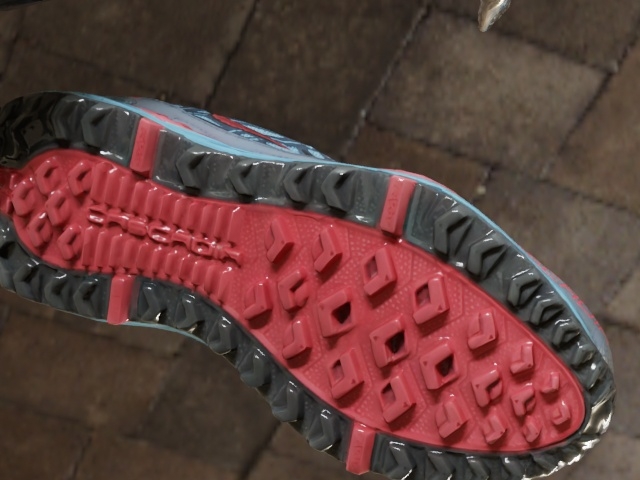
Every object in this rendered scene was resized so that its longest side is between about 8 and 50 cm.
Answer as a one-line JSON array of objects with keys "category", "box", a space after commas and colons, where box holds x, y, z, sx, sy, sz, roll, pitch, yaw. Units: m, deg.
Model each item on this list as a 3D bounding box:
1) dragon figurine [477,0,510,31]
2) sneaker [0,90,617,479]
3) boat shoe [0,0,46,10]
[{"category": "dragon figurine", "box": [0.111, -0.207, 0.489, 0.144, 0.085, 0.289, -3, 98, -25]}, {"category": "sneaker", "box": [0.000, 0.000, 0.624, 0.262, 0.125, 0.104, 25, 110, 22]}, {"category": "boat shoe", "box": [-0.295, -0.105, 0.682, 0.500, 0.187, 0.156, 0, 110, 22]}]
